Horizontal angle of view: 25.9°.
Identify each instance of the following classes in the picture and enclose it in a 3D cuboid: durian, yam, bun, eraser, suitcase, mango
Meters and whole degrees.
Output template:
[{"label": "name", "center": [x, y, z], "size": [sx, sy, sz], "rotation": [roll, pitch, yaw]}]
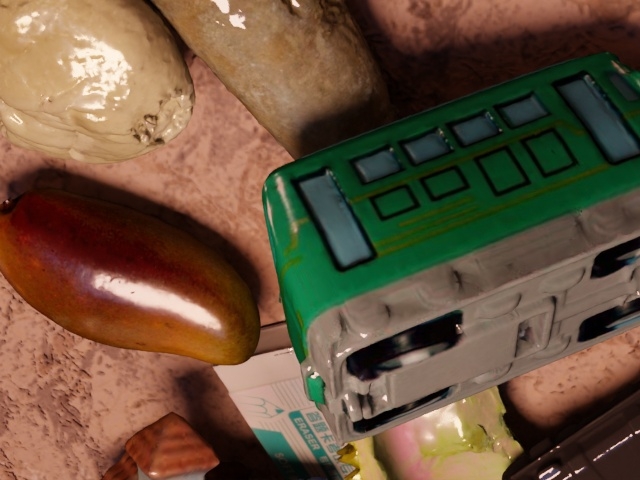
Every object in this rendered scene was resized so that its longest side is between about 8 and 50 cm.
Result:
[{"label": "durian", "center": [0.124, 0.212, 1.298], "size": [0.169, 0.158, 0.352], "rotation": [-26, 113, 22]}, {"label": "yam", "center": [-0.041, -0.172, 1.073], "size": [0.133, 0.133, 0.330], "rotation": [-22, 123, 27]}, {"label": "bun", "center": [-0.207, -0.142, 1.077], "size": [0.220, 0.134, 0.220], "rotation": [38, 163, 13]}, {"label": "eraser", "center": [-0.011, 0.182, 1.369], "size": [0.095, 0.052, 0.225], "rotation": [-15, 121, 25]}, {"label": "suitcase", "center": [0.329, 0.209, 1.250], "size": [0.285, 0.066, 0.206], "rotation": [-36, 112, 14]}, {"label": "mango", "center": [-0.178, 0.037, 1.263], "size": [0.267, 0.111, 0.133], "rotation": [24, 112, -3]}]

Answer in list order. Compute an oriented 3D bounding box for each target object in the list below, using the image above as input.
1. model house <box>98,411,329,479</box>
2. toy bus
[{"label": "model house", "center": [-0.108, 0.300, 1.372], "size": [0.251, 0.295, 0.329], "rotation": [-6, 105, -23]}, {"label": "toy bus", "center": [0.125, -0.004, 1.044], "size": [0.343, 0.199, 0.184], "rotation": [-20, 150, -9]}]
